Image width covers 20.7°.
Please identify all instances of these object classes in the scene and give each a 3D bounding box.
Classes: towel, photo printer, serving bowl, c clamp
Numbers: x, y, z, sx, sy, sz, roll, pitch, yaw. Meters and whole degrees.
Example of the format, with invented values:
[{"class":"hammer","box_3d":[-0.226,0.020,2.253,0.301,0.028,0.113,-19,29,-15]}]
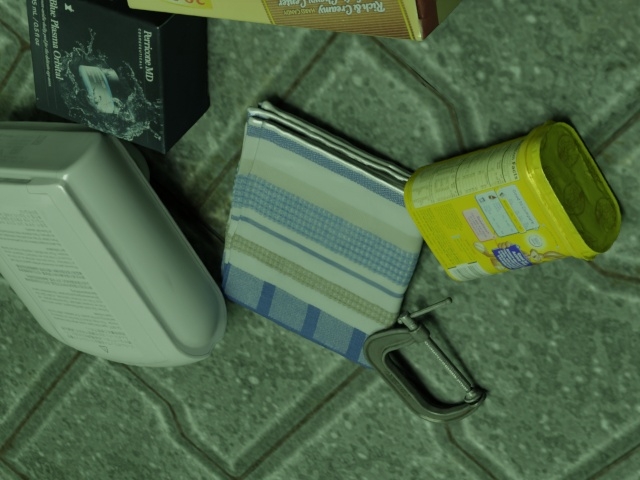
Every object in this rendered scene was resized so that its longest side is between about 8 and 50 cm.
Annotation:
[{"class":"towel","box_3d":[0.000,0.000,1.791,0.209,0.034,0.285,27,139,11]},{"class":"photo printer","box_3d":[-0.251,0.013,1.893,0.256,0.107,0.307,4,137,44]},{"class":"serving bowl","box_3d":[-0.216,-0.081,1.879,0.083,0.027,0.083,20,135,21]},{"class":"c clamp","box_3d":[0.115,0.133,1.813,0.137,0.022,0.160,-15,124,35]}]

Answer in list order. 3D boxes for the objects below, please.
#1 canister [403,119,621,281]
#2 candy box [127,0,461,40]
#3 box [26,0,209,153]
[{"class":"canister","box_3d":[0.173,-0.031,1.609,0.170,0.073,0.126,-15,115,44]},{"class":"candy box","box_3d":[-0.041,-0.287,1.531,0.316,0.087,0.183,10,130,29]},{"class":"box","box_3d":[-0.199,-0.191,1.724,0.158,0.093,0.156,20,134,20]}]
